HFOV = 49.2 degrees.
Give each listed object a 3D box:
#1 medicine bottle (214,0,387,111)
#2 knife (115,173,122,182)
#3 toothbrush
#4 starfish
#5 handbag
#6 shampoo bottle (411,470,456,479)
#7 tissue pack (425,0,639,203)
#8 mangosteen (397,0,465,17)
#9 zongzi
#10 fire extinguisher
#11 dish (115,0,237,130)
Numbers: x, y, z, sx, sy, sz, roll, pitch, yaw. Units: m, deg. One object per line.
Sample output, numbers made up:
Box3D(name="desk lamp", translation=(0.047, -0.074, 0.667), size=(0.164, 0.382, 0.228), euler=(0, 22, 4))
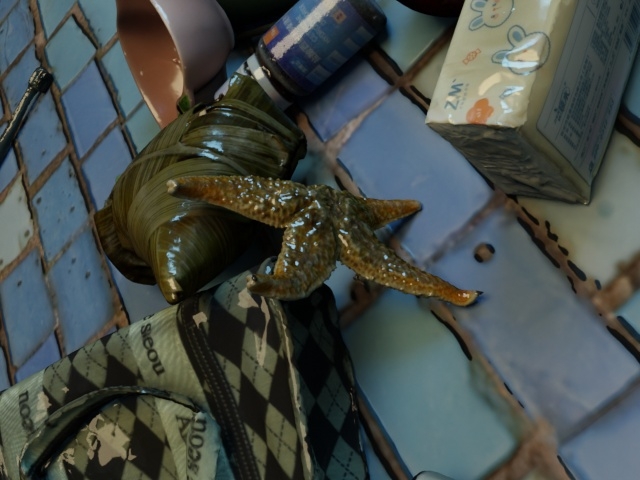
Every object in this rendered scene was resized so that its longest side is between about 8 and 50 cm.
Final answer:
Box3D(name="medicine bottle", translation=(-0.026, -0.202, 0.768), size=(0.203, 0.083, 0.084), euler=(-39, 51, 21))
Box3D(name="knife", translation=(-0.162, -0.072, 0.862), size=(0.293, 0.019, 0.043), euler=(2, 73, 37))
Box3D(name="toothbrush", translation=(-0.547, -0.167, 1.206), size=(0.030, 0.030, 0.297), euler=(33, 92, 32))
Box3D(name="starfish", translation=(0.000, 0.003, 0.574), size=(0.138, 0.247, 0.050), euler=(-113, 35, -42))
Box3D(name="handbag", translation=(-0.146, 0.240, 0.626), size=(0.416, 0.180, 0.317), euler=(-27, 64, 21))
Box3D(name="shampoo bottle", translation=(0.180, 0.238, 0.420), size=(0.284, 0.071, 0.153), euler=(-3, 67, 35))
Box3D(name="tissue pack", translation=(0.172, -0.144, 0.539), size=(0.092, 0.148, 0.196), euler=(11, 78, 44))
Box3D(name="mangosteen", translation=(0.133, -0.302, 0.638), size=(0.199, 0.199, 0.200), euler=(-16, 61, 33))
Box3D(name="zongzi", translation=(-0.158, 0.004, 0.691), size=(0.286, 0.134, 0.288), euler=(-36, 26, 36))
Box3D(name="fire extinguisher", translation=(-0.056, -0.314, 0.838), size=(0.294, 0.093, 0.118), euler=(-2, 82, 38))
Box3D(name="dish", translation=(-0.164, -0.226, 0.838), size=(0.090, 0.213, 0.213), euler=(-26, 43, -24))
